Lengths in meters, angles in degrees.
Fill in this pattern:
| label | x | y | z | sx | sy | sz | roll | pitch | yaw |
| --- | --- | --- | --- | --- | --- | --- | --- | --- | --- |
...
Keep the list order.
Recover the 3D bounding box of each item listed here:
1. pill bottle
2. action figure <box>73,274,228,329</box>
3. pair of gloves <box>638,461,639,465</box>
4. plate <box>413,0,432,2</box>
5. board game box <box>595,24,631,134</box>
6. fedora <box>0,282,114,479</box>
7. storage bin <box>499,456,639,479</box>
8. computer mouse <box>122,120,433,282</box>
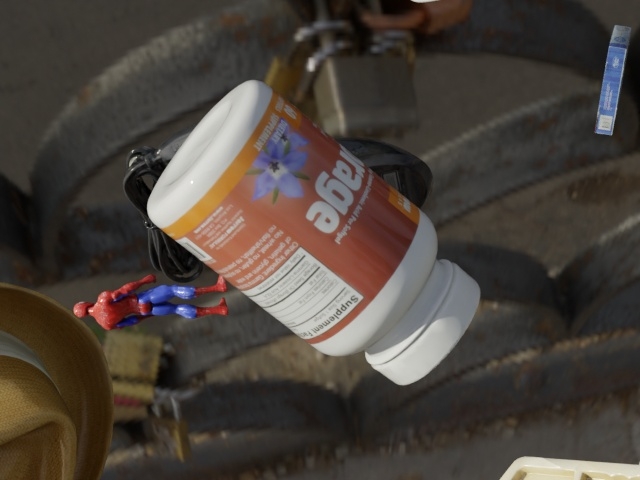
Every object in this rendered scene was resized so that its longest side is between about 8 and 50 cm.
| label | x | y | z | sx | sy | sz | roll | pitch | yaw |
| --- | --- | --- | --- | --- | --- | --- | --- | --- | --- |
| pill bottle | 0.000 | 0.000 | 1.117 | 0.216 | 0.121 | 0.121 | 38 | 73 | -15 |
| action figure | -0.129 | 0.047 | 1.246 | 0.115 | 0.038 | 0.030 | -7 | 37 | -11 |
| pair of gloves | 0.403 | 0.244 | 1.689 | 0.042 | 0.240 | 0.204 | 8 | 55 | 46 |
| plate | 0.194 | -0.385 | 1.559 | 0.277 | 0.045 | 0.278 | -9 | 94 | 20 |
| board game box | 0.294 | -0.162 | 1.652 | 0.020 | 0.090 | 0.090 | 10 | 112 | 11 |
| fedora | -0.170 | 0.115 | 0.769 | 0.194 | 0.194 | 0.079 | -44 | 37 | -13 |
| storage bin | 0.276 | 0.297 | 1.253 | 0.260 | 0.262 | 0.123 | 0 | 48 | 40 |
| computer mouse | -0.042 | -0.063 | 1.419 | 0.262 | 0.184 | 0.060 | -16 | 51 | 6 |
